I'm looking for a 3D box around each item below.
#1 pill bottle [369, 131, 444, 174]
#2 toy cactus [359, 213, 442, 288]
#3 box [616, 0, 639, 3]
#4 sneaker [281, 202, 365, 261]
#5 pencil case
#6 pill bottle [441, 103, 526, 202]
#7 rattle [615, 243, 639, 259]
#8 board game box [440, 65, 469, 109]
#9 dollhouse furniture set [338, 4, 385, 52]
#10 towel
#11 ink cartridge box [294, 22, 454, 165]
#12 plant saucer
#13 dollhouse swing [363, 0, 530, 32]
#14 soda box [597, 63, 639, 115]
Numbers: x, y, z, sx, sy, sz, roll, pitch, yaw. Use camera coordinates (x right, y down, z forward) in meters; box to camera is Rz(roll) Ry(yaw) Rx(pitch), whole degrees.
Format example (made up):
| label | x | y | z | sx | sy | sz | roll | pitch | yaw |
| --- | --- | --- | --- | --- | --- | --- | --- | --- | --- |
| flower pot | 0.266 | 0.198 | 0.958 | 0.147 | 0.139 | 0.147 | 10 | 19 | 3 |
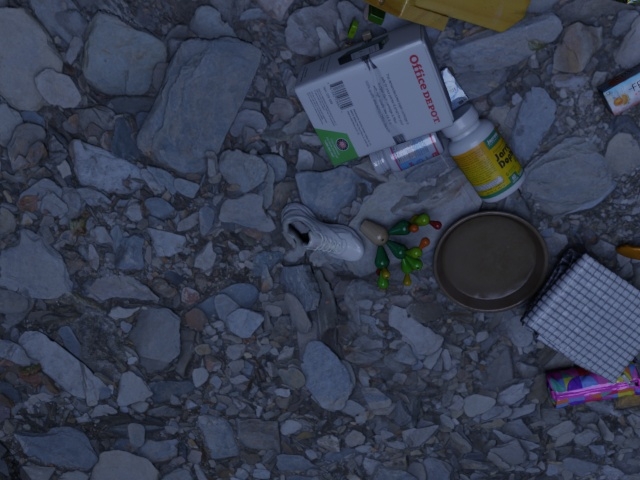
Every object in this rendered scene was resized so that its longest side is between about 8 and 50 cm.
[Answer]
| label | x | y | z | sx | sy | sz | roll | pitch | yaw |
| --- | --- | --- | --- | --- | --- | --- | --- | --- | --- |
| pill bottle | 0.196 | -0.211 | 1.565 | 0.160 | 0.087 | 0.087 | -23 | 109 | 17 |
| toy cactus | 0.182 | 0.006 | 1.673 | 0.180 | 0.112 | 0.219 | 36 | 118 | 12 |
| box | 0.607 | -0.500 | 1.334 | 0.059 | 0.169 | 0.054 | -5 | 113 | 11 |
| sneaker | 0.000 | 0.000 | 1.670 | 0.232 | 0.115 | 0.090 | 25 | 115 | -4 |
| pencil case | 0.703 | 0.366 | 1.751 | 0.236 | 0.104 | 0.105 | -15 | 111 | 15 |
| pill bottle | 0.360 | -0.198 | 1.531 | 0.117 | 0.118 | 0.208 | -33 | 106 | 20 |
| rattle | 0.817 | -0.030 | 1.595 | 0.130 | 0.142 | 0.200 | 13 | 102 | -33 |
| board game box | 0.272 | -0.329 | 1.538 | 0.090 | 0.020 | 0.090 | -33 | 107 | 20 |
| dollhouse furniture set | 0.093 | -0.447 | 1.508 | 0.076 | 0.059 | 0.152 | 19 | 135 | -9 |
| towel | 0.650 | 0.177 | 1.645 | 0.283 | 0.121 | 0.235 | 32 | 104 | -9 |
| ink cartridge box | 0.121 | -0.314 | 1.476 | 0.289 | 0.122 | 0.211 | -16 | 125 | 19 |
| plant saucer | 0.416 | 0.051 | 1.679 | 0.277 | 0.041 | 0.278 | 3 | 114 | 7 |
| dollhouse swing | 0.260 | -0.629 | 1.384 | 0.315 | 0.304 | 0.347 | 39 | 122 | 36 |
| soda box | 0.693 | -0.343 | 1.454 | 0.183 | 0.058 | 0.063 | -29 | 107 | 18 |
